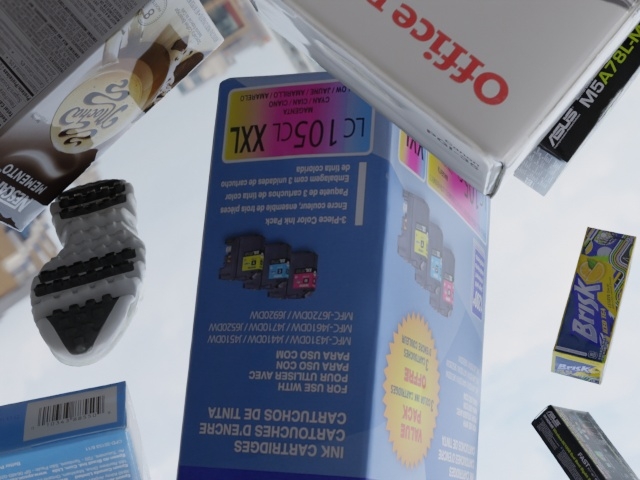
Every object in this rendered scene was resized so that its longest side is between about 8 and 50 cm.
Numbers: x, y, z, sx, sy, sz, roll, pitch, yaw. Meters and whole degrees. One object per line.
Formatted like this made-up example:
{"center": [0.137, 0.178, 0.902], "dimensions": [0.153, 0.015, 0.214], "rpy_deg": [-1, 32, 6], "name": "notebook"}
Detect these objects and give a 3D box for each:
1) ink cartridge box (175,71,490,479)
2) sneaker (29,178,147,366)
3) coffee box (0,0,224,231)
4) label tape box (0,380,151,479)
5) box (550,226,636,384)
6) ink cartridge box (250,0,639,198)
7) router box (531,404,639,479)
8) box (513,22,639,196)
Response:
{"center": [0.024, 0.103, 0.801], "dimensions": [0.151, 0.396, 0.270], "rpy_deg": [0, 165, 25], "name": "ink cartridge box"}
{"center": [-0.213, 0.044, 1.025], "dimensions": [0.110, 0.118, 0.292], "rpy_deg": [-11, -152, -1], "name": "sneaker"}
{"center": [-0.257, -0.164, 1.022], "dimensions": [0.297, 0.119, 0.168], "rpy_deg": [-43, 165, -1], "name": "coffee box"}
{"center": [-0.338, 0.370, 1.337], "dimensions": [0.249, 0.348, 0.115], "rpy_deg": [-11, -150, -7], "name": "label tape box"}
{"center": [0.304, 0.070, 1.150], "dimensions": [0.059, 0.054, 0.169], "rpy_deg": [13, -120, 18], "name": "box"}
{"center": [0.112, -0.199, 0.617], "dimensions": [0.283, 0.207, 0.117], "rpy_deg": [-50, 171, -3], "name": "ink cartridge box"}
{"center": [0.317, 0.256, 1.229], "dimensions": [0.038, 0.092, 0.122], "rpy_deg": [-50, -132, 21], "name": "router box"}
{"center": [0.240, -0.133, 0.892], "dimensions": [0.184, 0.045, 0.190], "rpy_deg": [-51, 172, 1], "name": "box"}
